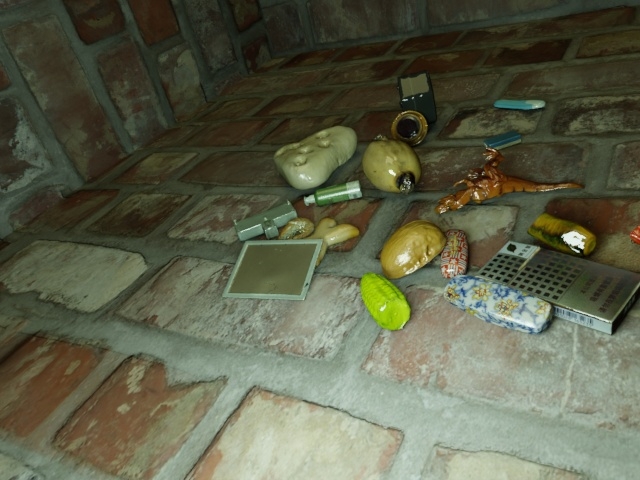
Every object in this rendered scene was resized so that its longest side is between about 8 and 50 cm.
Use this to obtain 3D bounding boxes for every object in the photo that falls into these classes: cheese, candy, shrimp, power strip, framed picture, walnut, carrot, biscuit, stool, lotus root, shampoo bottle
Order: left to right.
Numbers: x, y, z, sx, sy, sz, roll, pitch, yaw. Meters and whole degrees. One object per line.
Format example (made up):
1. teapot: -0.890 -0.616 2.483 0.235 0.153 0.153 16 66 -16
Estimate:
1. power strip: -0.181 -0.059 1.835 0.215 0.061 0.145 -23 31 -8
2. framed picture: -0.138 0.084 1.581 0.273 0.016 0.217 0 51 25
3. shrimp: -0.088 -0.019 1.758 0.099 0.041 0.180 22 45 27
4. biscuit: -0.001 -0.001 1.668 0.164 0.047 0.207 20 47 42
5. cheese: 0.000 -0.313 2.085 0.350 0.130 0.328 -19 29 0
6. shampoo bottle: 0.042 -0.160 1.891 0.204 0.065 0.065 -12 31 9
7. candy: 0.148 0.138 1.335 0.096 0.097 0.209 -21 26 -6
8. lotus root: 0.249 -0.239 1.810 0.182 0.183 0.310 -21 34 -6
9. walnut: 0.240 0.008 1.459 0.211 0.087 0.167 -41 26 -17
10. stool: 0.393 -0.575 2.211 0.141 0.232 0.232 -10 32 12
11. power strip: 0.647 -0.353 1.926 0.123 0.032 0.056 -18 30 -1
12. carrot: 0.609 -0.017 1.364 0.082 0.082 0.173 -29 36 -19

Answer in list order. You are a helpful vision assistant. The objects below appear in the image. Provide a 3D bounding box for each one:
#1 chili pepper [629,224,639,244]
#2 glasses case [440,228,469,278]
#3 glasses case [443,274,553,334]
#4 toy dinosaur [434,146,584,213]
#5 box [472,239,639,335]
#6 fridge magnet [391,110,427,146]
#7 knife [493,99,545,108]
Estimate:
1. chili pepper: 0.804 0.019 1.235 0.088 0.065 0.169 -21 35 -4
2. glasses case: 0.359 0.027 1.444 0.073 0.049 0.195 -6 33 17
3. glasses case: 0.396 0.142 1.224 0.247 0.065 0.087 21 59 44
4. toy dinosaur: 0.550 -0.192 1.658 0.431 0.097 0.208 -15 45 10
5. box: 0.541 0.098 1.248 0.180 0.047 0.324 -36 37 -30
6. fridge magnet: 0.348 -0.439 2.118 0.142 0.143 0.063 -4 -3 20
7. knife: 0.795 -0.546 2.164 0.064 0.032 0.221 -38 33 -25
